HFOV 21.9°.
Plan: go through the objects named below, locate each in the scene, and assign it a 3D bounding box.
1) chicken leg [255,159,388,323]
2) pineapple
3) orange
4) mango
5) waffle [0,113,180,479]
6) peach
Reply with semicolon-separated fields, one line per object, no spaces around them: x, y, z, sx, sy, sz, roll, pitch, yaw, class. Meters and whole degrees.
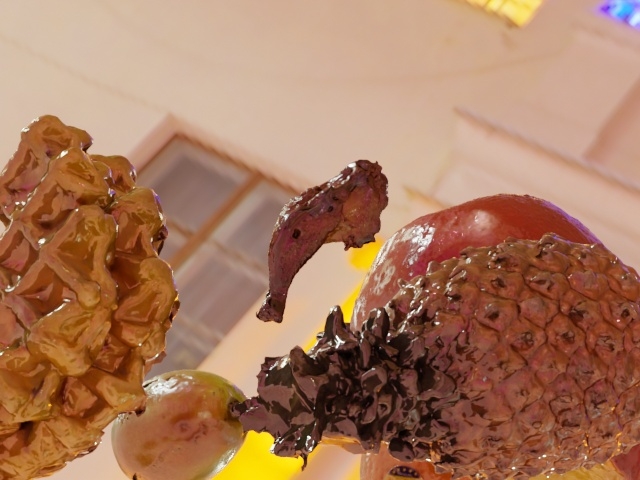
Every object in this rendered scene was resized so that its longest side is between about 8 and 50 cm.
-0.003;-0.004;1.151;0.062;0.145;0.037;51;-27;-1;chicken leg
0.098;0.107;1.244;0.202;0.362;0.202;12;-73;45;pineapple
0.130;0.272;1.893;0.177;0.155;0.178;26;-37;21;orange
-0.151;0.195;1.654;0.125;0.111;0.233;29;-28;-19;mango
-0.259;0.067;1.297;0.151;0.324;0.261;27;36;-48;waffle
0.183;0.129;1.552;0.281;0.281;0.338;-35;-106;63;peach
